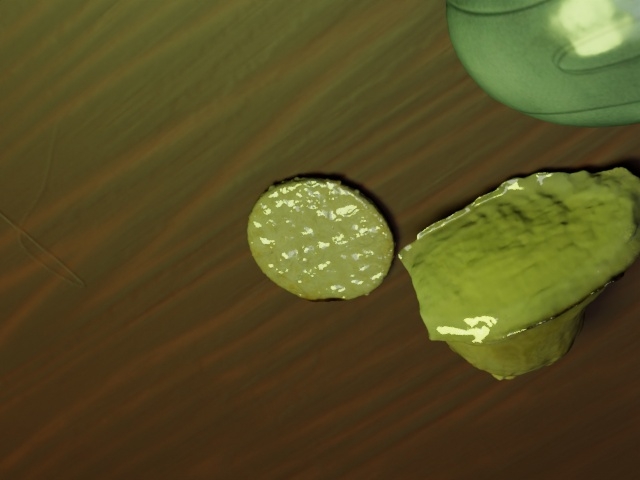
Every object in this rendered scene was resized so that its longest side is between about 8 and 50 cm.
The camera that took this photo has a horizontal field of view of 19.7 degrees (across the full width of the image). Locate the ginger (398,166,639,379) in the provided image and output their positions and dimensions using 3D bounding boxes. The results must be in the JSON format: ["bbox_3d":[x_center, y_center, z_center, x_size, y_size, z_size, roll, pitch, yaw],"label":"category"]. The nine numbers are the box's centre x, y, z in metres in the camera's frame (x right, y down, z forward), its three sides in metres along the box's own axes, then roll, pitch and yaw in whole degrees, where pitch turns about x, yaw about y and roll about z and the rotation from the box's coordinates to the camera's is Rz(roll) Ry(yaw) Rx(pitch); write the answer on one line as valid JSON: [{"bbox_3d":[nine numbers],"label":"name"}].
[{"bbox_3d":[0.174,0.030,1.371,0.193,0.115,0.122,-27,137,20],"label":"ginger"}]

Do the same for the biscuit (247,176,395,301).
[{"bbox_3d":[0.000,0.000,1.428,0.120,0.015,0.120,7,126,9],"label":"biscuit"}]

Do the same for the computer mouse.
[{"bbox_3d":[0.249,-0.174,1.183,0.371,0.122,0.188,-24,117,24],"label":"computer mouse"}]
